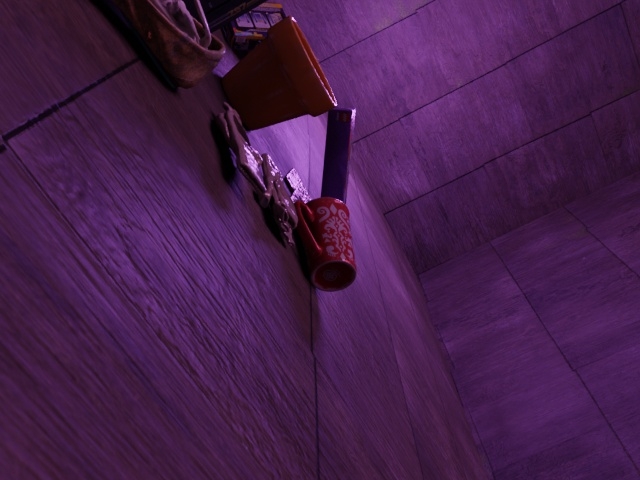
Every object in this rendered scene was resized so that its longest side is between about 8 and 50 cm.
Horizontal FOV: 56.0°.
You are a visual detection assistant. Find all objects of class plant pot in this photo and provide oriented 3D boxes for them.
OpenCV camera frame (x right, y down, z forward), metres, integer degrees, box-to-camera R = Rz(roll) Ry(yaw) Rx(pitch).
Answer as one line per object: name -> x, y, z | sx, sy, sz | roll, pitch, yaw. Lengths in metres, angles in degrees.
plant pot -> -0.095, -0.330, 1.262 | 0.205, 0.188, 0.205 | 60, 11, -21

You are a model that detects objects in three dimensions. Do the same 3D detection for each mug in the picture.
mug -> -0.002, 0.007, 1.198 | 0.150, 0.113, 0.169 | 12, 42, -22

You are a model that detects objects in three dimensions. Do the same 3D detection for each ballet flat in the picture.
ballet flat -> -0.242, -0.351, 0.798 | 0.348, 0.123, 0.123 | 51, 16, -49

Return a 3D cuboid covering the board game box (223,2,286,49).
board game box -> -0.166, -0.557, 1.563 | 0.048, 0.170, 0.141 | -59, -136, 50

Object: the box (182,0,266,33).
box -> -0.215, -0.511, 1.125 | 0.233, 0.183, 0.059 | 67, 12, 16

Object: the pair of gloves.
pair of gloves -> -0.112, -0.119, 1.073 | 0.240, 0.042, 0.204 | 54, 11, -50

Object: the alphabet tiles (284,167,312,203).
alphabet tiles -> -0.032, -0.071, 1.437 | 0.198, 0.009, 0.237 | 62, 10, -11

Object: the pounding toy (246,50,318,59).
pounding toy -> -0.112, -0.546, 1.681 | 0.269, 0.155, 0.154 | 4, 43, -43

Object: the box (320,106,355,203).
box -> 0.040, -0.166, 1.428 | 0.201, 0.057, 0.293 | -71, 167, -76
